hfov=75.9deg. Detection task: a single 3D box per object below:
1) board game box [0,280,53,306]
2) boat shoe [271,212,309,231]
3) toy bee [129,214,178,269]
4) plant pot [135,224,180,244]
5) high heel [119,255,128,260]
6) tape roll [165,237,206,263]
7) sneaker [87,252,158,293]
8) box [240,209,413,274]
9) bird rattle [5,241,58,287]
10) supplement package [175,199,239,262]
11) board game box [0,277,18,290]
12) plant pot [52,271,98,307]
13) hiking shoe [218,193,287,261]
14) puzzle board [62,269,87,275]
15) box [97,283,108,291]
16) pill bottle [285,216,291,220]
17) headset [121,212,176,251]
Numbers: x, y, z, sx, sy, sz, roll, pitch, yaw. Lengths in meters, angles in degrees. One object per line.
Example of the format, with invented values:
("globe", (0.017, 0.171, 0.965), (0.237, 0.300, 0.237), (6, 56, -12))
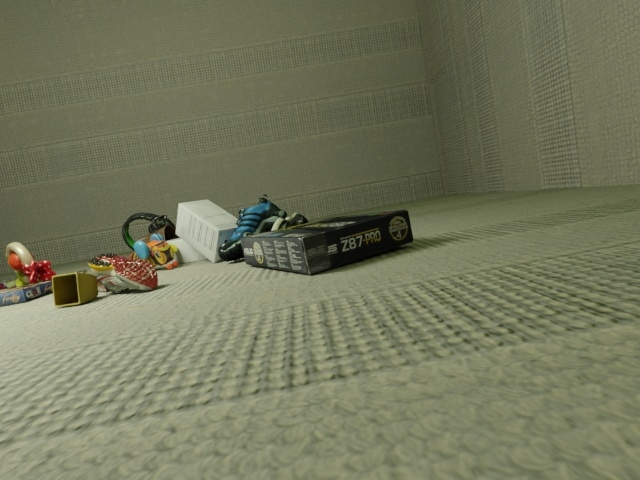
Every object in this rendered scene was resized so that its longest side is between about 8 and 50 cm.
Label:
("board game box", (-1.046, 0.187, 1.369), (0.243, 0.042, 0.165), (-10, 6, 1))
("boat shoe", (-0.081, -0.029, 1.502), (0.113, 0.127, 0.340), (22, 4, 9))
("toy bee", (-0.615, 0.057, 1.527), (0.195, 0.162, 0.298), (-35, -2, -29))
("plant pot", (-0.788, 0.025, 1.992), (0.165, 0.167, 0.167), (-16, 5, 6))
("high heel", (-0.738, 0.111, 1.554), (0.117, 0.082, 0.244), (21, -10, -2))
("tape roll", (-0.509, 0.023, 1.766), (0.286, 0.100, 0.286), (-10, 5, 1))
("sneaker", (-0.532, 0.100, 1.126), (0.225, 0.093, 0.088), (12, 29, 25))
("box", (0.000, 0.000, 1.117), (0.318, 0.097, 0.395), (-17, 9, -29))
("bird rattle", (-1.109, 0.104, 1.536), (0.143, 0.207, 0.253), (-37, 7, -40))
("supplement package", (-0.410, -0.040, 1.533), (0.244, 0.134, 0.139), (31, 29, 31))
("board game box", (-1.506, 0.214, 1.904), (0.346, 0.056, 0.208), (-9, 10, 13))
("plant pot", (-0.638, 0.127, 1.084), (0.081, 0.082, 0.083), (-9, -3, 14))
("hiking shoe", (-0.258, -0.040, 1.442), (0.304, 0.132, 0.113), (-41, -13, -39))
("puzzle board", (-1.234, 0.167, 2.060), (0.096, 0.011, 0.128), (-11, 6, -22))
("box", (-0.644, 0.133, 1.265), (0.137, 0.027, 0.094), (-5, 6, 41))
("pill bottle", (-0.156, -0.044, 1.761), (0.107, 0.108, 0.180), (-12, 7, -21))
("headset", (-0.847, -0.024, 2.206), (0.394, 0.243, 0.185), (18, 31, -9))
